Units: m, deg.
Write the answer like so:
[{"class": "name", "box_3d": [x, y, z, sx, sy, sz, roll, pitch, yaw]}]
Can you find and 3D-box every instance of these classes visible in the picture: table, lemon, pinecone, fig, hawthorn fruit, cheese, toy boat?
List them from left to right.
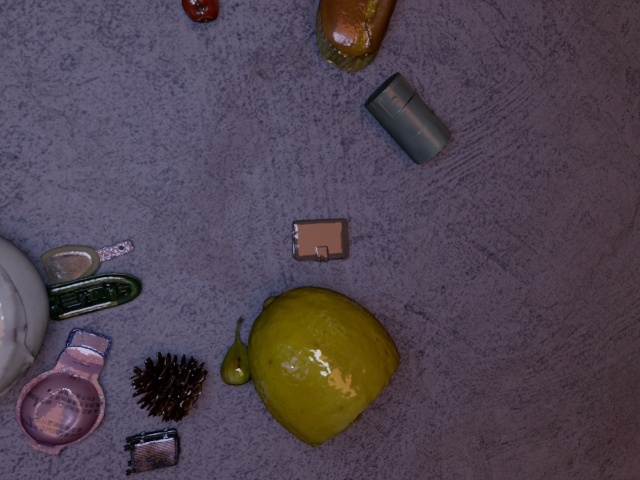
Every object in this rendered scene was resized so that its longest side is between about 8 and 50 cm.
[{"class": "cheese", "box_3d": [-0.576, 0.346, 1.044, 0.189, 0.074, 0.286, 21, 84, -19]}, {"class": "cheese", "box_3d": [-0.532, 0.042, 1.055, 0.192, 0.037, 0.097, -21, 103, -16]}, {"class": "toy boat", "box_3d": [-0.521, 0.124, 1.046, 0.210, 0.052, 0.104, -12, 126, -24]}, {"class": "pinecone", "box_3d": [-0.363, 0.337, 1.072, 0.165, 0.163, 0.163, 24, 86, -8]}, {"class": "hawthorn fruit", "box_3d": [-0.279, -0.553, 1.072, 0.093, 0.093, 0.093, -1, 94, -18]}, {"class": "fig", "box_3d": [-0.197, 0.288, 1.167, 0.093, 0.093, 0.166, 23, 68, -18]}, {"class": "lemon", "box_3d": [-0.014, 0.268, 1.093, 0.364, 0.364, 0.364, -1, 94, -18]}, {"class": "table", "box_3d": [0.235, -0.327, 1.234, 0.220, 0.126, 0.126, 43, 81, -15]}]

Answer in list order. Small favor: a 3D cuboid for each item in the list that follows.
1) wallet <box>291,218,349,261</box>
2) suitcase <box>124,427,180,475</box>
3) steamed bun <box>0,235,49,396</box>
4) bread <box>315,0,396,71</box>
[{"class": "wallet", "box_3d": [0.000, 0.000, 1.227, 0.153, 0.039, 0.118, -1, 92, -15]}, {"class": "suitcase", "box_3d": [-0.409, 0.515, 1.118, 0.126, 0.059, 0.086, -3, 97, -18]}, {"class": "steamed bun", "box_3d": [-0.725, 0.142, 0.890, 0.374, 0.241, 0.374, -1, 96, -13]}, {"class": "bread", "box_3d": [0.098, -0.588, 1.155, 0.204, 0.156, 0.288, 17, 90, -16]}]
